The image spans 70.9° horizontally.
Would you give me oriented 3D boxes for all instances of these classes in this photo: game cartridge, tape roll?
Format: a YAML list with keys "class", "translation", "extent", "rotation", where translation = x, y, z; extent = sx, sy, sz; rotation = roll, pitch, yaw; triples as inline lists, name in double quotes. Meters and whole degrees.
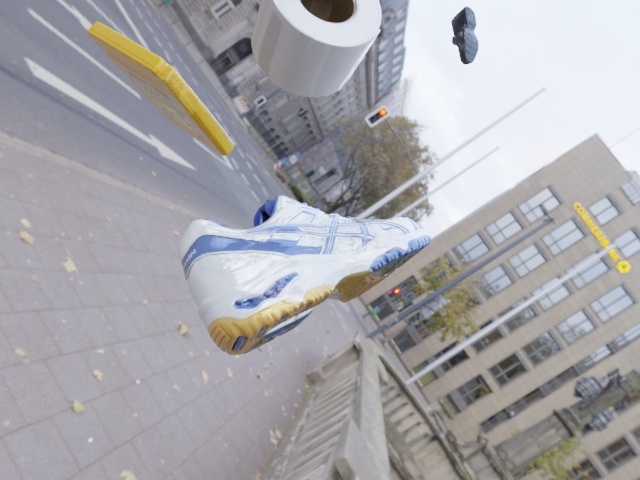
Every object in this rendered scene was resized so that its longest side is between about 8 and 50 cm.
- class: "game cartridge"
  translation: [-0.387, -0.367, 1.125]
  extent: [0.285, 0.052, 0.323]
  rotation: [34, -7, 24]
- class: "tape roll"
  translation: [-0.014, -0.460, 0.968]
  extent: [0.246, 0.246, 0.169]
  rotation: [56, -28, 4]

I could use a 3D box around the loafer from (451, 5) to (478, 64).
- class: "loafer"
  translation: [0.392, -0.553, 1.235]
  extent: [0.062, 0.061, 0.170]
  rotation: [17, 70, -33]

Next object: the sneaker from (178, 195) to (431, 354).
- class: "sneaker"
  translation: [0.000, 0.000, 0.467]
  extent: [0.296, 0.112, 0.131]
  rotation: [-16, 66, -44]
